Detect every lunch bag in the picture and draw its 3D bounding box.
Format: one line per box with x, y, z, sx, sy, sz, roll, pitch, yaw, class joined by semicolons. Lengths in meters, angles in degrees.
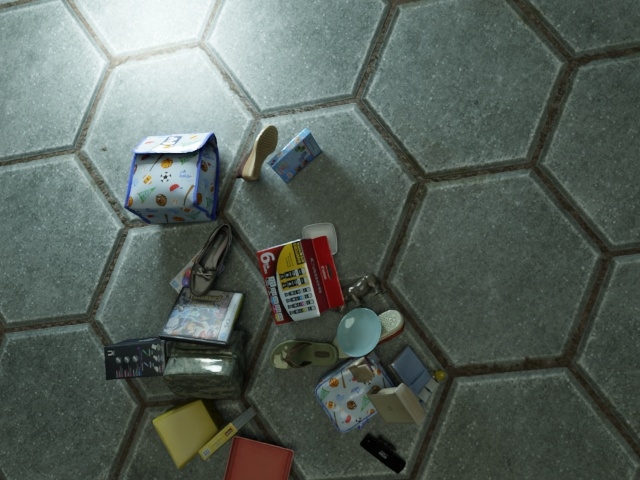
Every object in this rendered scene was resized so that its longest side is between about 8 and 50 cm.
-0.459;0.485;1.642;0.305;0.212;0.256;-2;43;6;lunch bag
-0.619;-0.288;1.712;0.328;0.239;0.385;-1;70;8;lunch bag
0.140;0.609;1.611;0.303;0.115;0.243;-35;85;3;lunch bag

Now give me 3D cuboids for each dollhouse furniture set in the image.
0.325;0.487;1.491;0.303;0.198;0.286;-32;84;-34;dollhouse furniture set

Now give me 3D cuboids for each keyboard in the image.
0.263;0.851;1.625;0.192;0.038;0.100;35;114;7;keyboard

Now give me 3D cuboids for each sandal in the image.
-0.077;0.469;1.644;0.303;0.086;0.120;-11;84;21;sandal

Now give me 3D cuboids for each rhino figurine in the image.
0.145;0.225;1.652;0.243;0.073;0.106;-33;63;5;rhino figurine

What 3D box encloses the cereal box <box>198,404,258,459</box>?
-0.360;0.759;1.597;0.173;0.240;0.047;-43;78;2;cereal box

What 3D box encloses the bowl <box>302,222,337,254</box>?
0.000;0.000;1.697;0.142;0.053;0.142;-8;86;7;bowl

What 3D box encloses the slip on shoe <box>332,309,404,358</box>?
0.195;0.390;1.622;0.331;0.101;0.123;-31;50;15;slip on shoe

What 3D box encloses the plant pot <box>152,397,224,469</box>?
-0.521;0.755;1.647;0.187;0.212;0.212;-32;83;-9;plant pot

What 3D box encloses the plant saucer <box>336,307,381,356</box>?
0.155;0.363;1.572;0.195;0.037;0.195;-19;51;25;plant saucer

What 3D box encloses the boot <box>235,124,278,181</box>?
-0.280;-0.369;1.690;0.090;0.207;0.248;23;89;-32;boot

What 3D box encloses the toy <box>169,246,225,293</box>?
-0.548;0.153;1.755;0.237;0.056;0.137;-45;82;2;toy

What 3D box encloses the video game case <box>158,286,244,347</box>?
-0.476;0.306;1.635;0.275;0.035;0.248;6;46;6;video game case

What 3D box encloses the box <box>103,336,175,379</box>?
-0.743;0.492;1.701;0.270;0.165;0.143;-7;86;6;box

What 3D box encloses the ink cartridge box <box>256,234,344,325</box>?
-0.078;0.155;1.619;0.272;0.130;0.309;-16;88;20;ink cartridge box

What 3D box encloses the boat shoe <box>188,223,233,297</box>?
-0.462;0.075;1.682;0.112;0.095;0.335;24;73;-9;boat shoe

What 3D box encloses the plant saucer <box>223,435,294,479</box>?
-0.258;0.951;1.656;0.258;0.048;0.259;13;90;3;plant saucer

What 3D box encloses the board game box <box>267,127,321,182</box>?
-0.105;-0.350;1.679;0.211;0.160;0.039;-42;67;2;board game box
